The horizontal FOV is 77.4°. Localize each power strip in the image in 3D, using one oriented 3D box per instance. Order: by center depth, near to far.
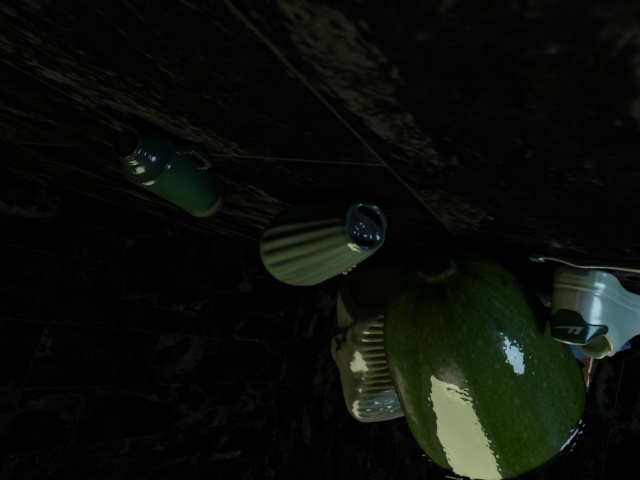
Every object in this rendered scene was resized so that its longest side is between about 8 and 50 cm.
[{"bbox_3d":[0.421,0.105,0.744,0.123,0.032,0.056,14,174,18],"label":"power strip"}]

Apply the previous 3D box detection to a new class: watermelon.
[{"bbox_3d":[0.774,0.316,1.144,0.136,0.202,0.207,-23,167,8],"label":"watermelon"}]

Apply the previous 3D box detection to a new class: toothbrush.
[{"bbox_3d":[0.313,0.026,0.473,0.013,0.011,0.131,35,165,-29],"label":"toothbrush"}]

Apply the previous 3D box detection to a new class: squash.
[{"bbox_3d":[0.211,0.153,0.647,0.308,0.310,0.310,56,161,-15],"label":"squash"}]

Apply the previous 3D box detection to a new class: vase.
[{"bbox_3d":[0.000,0.000,0.580,0.128,0.128,0.248,20,163,-24],"label":"vase"}]

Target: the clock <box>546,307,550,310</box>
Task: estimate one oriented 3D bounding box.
[{"bbox_3d":[0.553,0.208,1.092,0.192,0.071,0.147,18,173,-12],"label":"clock"}]

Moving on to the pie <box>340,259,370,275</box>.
[{"bbox_3d":[0.151,0.105,1.248,0.323,0.070,0.323,16,175,2],"label":"pie"}]

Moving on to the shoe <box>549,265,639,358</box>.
[{"bbox_3d":[0.407,0.119,0.588,0.265,0.110,0.095,25,169,-34],"label":"shoe"}]

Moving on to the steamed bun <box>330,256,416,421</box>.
[{"bbox_3d":[0.173,0.191,0.924,0.343,0.367,0.255,-9,-152,-18],"label":"steamed bun"}]

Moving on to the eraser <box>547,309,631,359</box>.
[{"bbox_3d":[0.591,0.222,0.937,0.312,0.042,0.144,23,139,-33],"label":"eraser"}]

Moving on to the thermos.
[{"bbox_3d":[-0.192,-0.087,0.526,0.083,0.073,0.188,16,173,14],"label":"thermos"}]
